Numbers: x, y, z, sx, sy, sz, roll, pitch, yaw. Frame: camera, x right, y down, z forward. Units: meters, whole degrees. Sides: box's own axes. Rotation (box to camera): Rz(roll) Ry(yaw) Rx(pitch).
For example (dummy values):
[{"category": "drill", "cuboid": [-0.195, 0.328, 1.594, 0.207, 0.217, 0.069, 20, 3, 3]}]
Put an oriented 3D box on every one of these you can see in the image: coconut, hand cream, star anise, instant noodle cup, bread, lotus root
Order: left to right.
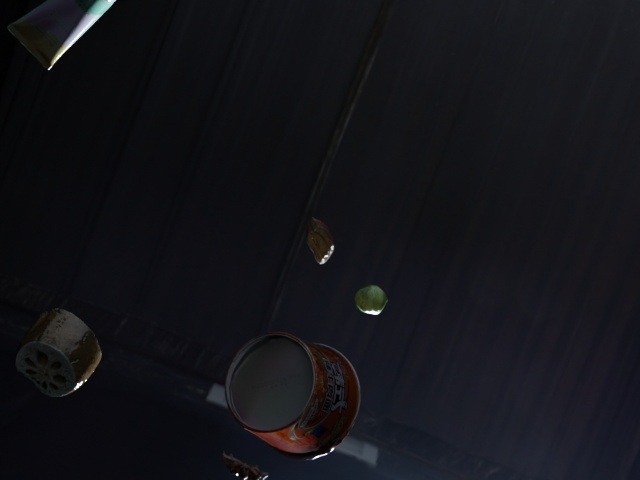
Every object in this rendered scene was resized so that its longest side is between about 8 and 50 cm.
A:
[{"category": "lotus root", "cuboid": [-0.405, 0.174, 1.018, 0.122, 0.112, 0.081, 50, -158, -15]}, {"category": "hand cream", "cuboid": [-0.350, -0.320, 0.925, 0.076, 0.174, 0.047, 50, -164, -30]}, {"category": "star anise", "cuboid": [-0.208, 0.612, 1.758, 0.141, 0.042, 0.141, 24, 167, 6]}, {"category": "instant noodle cup", "cuboid": [-0.064, 0.306, 1.330, 0.250, 0.250, 0.192, 22, 168, 29]}, {"category": "bread", "cuboid": [0.001, -0.001, 1.840, 0.067, 0.119, 0.192, -23, -168, 2]}, {"category": "coconut", "cuboid": [0.148, 0.169, 1.880, 0.096, 0.088, 0.088, 2, -170, -21]}]
